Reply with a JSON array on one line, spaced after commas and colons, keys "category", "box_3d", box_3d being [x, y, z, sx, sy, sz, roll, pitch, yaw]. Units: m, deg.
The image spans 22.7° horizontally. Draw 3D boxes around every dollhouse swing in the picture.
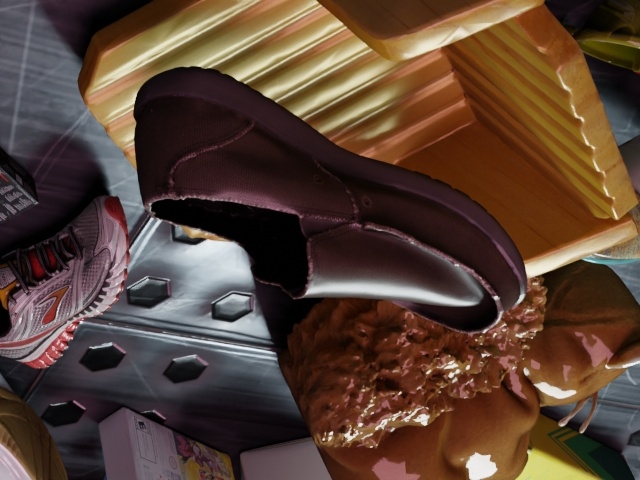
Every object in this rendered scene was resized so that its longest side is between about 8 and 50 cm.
[{"category": "dollhouse swing", "box_3d": [0.029, -0.079, 1.325, 0.305, 0.315, 0.347, -39, 141, -5]}]

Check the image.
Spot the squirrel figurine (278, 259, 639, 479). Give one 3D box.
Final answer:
[{"category": "squirrel figurine", "box_3d": [0.158, 0.119, 1.618, 0.370, 0.281, 0.397, -25, 144, -3]}]

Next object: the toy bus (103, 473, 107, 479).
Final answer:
[{"category": "toy bus", "box_3d": [-0.237, 0.357, 1.855, 0.104, 0.191, 0.202, 11, 156, 35]}]

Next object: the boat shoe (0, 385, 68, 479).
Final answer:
[{"category": "boat shoe", "box_3d": [-0.350, 0.198, 1.599, 0.096, 0.098, 0.277, -26, 133, 9]}]

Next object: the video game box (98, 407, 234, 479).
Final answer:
[{"category": "video game box", "box_3d": [-0.155, 0.304, 1.750, 0.048, 0.205, 0.187, -34, 139, 24]}]

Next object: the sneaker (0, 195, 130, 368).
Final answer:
[{"category": "sneaker", "box_3d": [-0.252, 0.040, 1.490, 0.093, 0.088, 0.225, 17, 129, -35]}]

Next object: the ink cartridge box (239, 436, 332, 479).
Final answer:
[{"category": "ink cartridge box", "box_3d": [-0.019, 0.402, 1.917, 0.117, 0.207, 0.283, -10, 140, -10]}]

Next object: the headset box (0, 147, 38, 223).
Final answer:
[{"category": "headset box", "box_3d": [-0.303, -0.040, 1.417, 0.083, 0.032, 0.062, -27, 140, 11]}]

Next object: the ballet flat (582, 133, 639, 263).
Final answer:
[{"category": "ballet flat", "box_3d": [0.339, -0.060, 1.539, 0.349, 0.123, 0.123, -10, 147, -50]}]

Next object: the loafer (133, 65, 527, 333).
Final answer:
[{"category": "loafer", "box_3d": [0.000, 0.000, 1.280, 0.366, 0.130, 0.134, 26, 151, -19]}]

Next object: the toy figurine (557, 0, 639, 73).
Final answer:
[{"category": "toy figurine", "box_3d": [0.388, -0.230, 1.440, 0.363, 0.191, 0.217, 16, 100, -27]}]

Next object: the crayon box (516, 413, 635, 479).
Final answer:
[{"category": "crayon box", "box_3d": [0.242, 0.314, 2.022, 0.202, 0.081, 0.318, -38, 138, 22]}]

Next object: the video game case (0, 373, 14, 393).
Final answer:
[{"category": "video game case", "box_3d": [-0.425, 0.152, 1.603, 0.193, 0.023, 0.212, -20, 142, 0]}]
